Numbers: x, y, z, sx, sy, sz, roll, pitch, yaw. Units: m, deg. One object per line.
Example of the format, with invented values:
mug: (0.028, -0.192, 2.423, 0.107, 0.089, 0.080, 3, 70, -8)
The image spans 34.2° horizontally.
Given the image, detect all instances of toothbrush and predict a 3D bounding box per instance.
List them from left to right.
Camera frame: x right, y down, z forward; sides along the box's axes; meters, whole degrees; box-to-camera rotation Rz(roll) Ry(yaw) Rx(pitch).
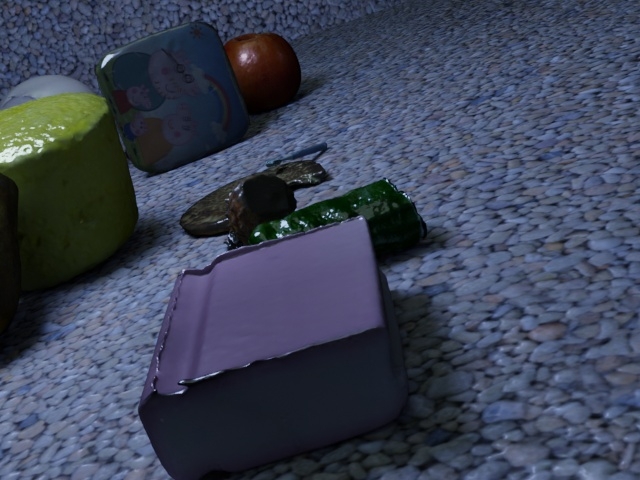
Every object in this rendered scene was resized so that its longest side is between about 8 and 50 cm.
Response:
toothbrush: (-0.044, -0.171, 2.070, 0.019, 0.016, 0.219, -7, 10, 32)

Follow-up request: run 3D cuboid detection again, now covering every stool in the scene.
stool: (-0.364, -0.348, 2.514, 0.310, 0.310, 0.226, -21, 14, -10)

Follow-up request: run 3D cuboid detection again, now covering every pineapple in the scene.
pineapple: (-0.105, -0.025, 1.587, 0.108, 0.108, 0.197, -29, -12, -28)

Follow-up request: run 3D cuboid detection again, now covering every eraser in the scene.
eraser: (-0.047, 0.109, 1.183, 0.272, 0.122, 0.359, -16, 19, 3)

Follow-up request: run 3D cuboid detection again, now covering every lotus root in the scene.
lotus root: (-0.549, 0.064, 1.653, 0.149, 0.260, 0.267, 12, -43, -42)

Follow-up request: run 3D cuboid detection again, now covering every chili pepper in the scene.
chili pepper: (0.000, 0.000, 1.469, 0.270, 0.099, 0.136, -25, 54, -12)

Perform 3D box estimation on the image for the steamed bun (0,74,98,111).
steamed bun: (-0.652, -0.275, 2.615, 0.309, 0.309, 0.309, -17, 18, 6)

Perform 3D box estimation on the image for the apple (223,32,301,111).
apple: (-0.161, -0.445, 2.755, 0.218, 0.201, 0.218, -10, 19, 3)

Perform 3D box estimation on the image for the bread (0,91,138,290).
bread: (-0.510, -0.090, 1.906, 0.348, 0.307, 0.348, -15, 21, 6)

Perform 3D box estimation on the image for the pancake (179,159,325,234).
pancake: (-0.125, -0.082, 1.943, 0.286, 0.033, 0.288, -16, 19, 4)
